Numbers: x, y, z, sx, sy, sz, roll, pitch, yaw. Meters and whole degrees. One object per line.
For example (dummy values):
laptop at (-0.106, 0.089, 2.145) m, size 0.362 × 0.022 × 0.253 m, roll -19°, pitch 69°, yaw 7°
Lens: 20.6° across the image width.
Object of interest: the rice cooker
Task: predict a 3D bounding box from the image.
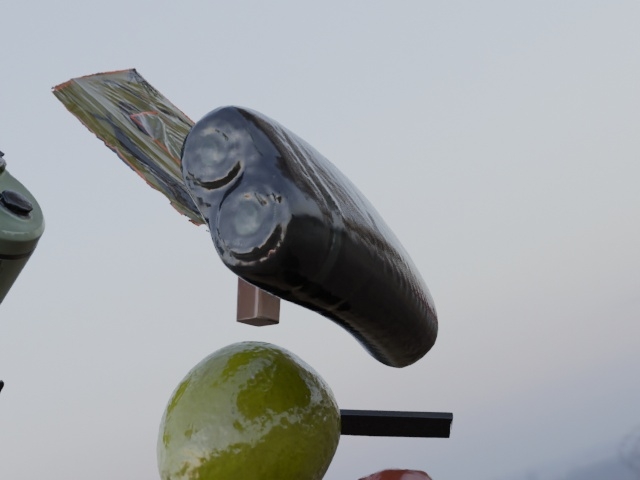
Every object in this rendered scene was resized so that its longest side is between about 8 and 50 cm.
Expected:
rice cooker at (-0.480, -0.005, 2.230) m, size 0.244 × 0.226 × 0.226 m, roll -53°, pitch -24°, yaw 19°

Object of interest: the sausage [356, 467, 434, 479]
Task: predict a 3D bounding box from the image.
sausage at (0.072, 0.330, 1.672) m, size 0.148 × 0.254 × 0.148 m, roll 0°, pitch -35°, yaw 0°

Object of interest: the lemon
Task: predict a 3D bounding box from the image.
lemon at (-0.078, 0.208, 1.833) m, size 0.184 × 0.184 × 0.248 m, roll -28°, pitch 20°, yaw 44°

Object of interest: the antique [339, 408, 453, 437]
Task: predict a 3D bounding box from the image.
antique at (0.058, 0.214, 2.053) m, size 0.192 × 0.031 × 0.015 m, roll 2°, pitch 27°, yaw 1°

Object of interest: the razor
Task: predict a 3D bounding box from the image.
razor at (0.001, -0.001, 1.700) m, size 0.113 × 0.204 × 0.349 m, roll -38°, pitch -33°, yaw 11°

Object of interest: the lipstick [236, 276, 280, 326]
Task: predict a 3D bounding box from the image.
lipstick at (-0.075, 0.032, 2.199) m, size 0.045 × 0.145 × 0.045 m, roll -10°, pitch -18°, yaw 40°

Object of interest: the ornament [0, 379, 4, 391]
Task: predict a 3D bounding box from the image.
ornament at (-0.455, 0.159, 1.998) m, size 0.203 × 0.088 × 0.081 m, roll 22°, pitch 1°, yaw 38°

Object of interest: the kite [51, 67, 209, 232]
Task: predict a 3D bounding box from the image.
kite at (-0.155, -0.100, 1.928) m, size 0.377 × 0.327 × 0.013 m, roll 26°, pitch -68°, yaw -42°
